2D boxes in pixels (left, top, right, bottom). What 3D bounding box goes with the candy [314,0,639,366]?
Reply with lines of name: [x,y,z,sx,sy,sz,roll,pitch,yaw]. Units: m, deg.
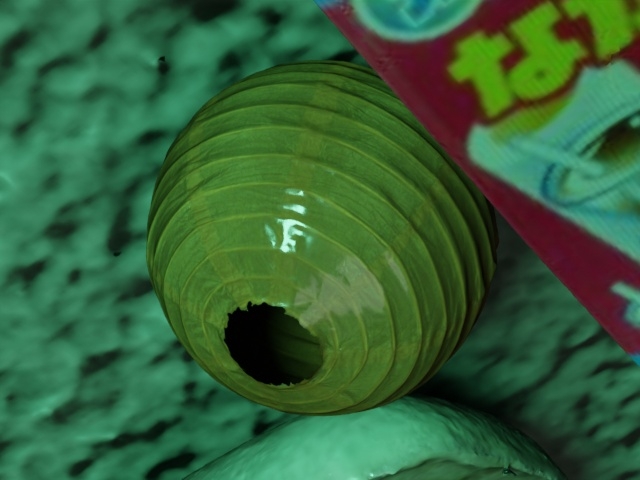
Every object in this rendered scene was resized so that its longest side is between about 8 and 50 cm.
candy: [0.114,-0.080,0.499,0.157,0.100,0.306,-32,131,16]

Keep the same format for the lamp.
lamp: [0.000,0.000,0.547,0.136,0.136,0.136,-9,135,-9]

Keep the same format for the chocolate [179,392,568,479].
chocolate: [-0.031,0.165,0.724,0.303,0.100,0.185,-37,143,22]
